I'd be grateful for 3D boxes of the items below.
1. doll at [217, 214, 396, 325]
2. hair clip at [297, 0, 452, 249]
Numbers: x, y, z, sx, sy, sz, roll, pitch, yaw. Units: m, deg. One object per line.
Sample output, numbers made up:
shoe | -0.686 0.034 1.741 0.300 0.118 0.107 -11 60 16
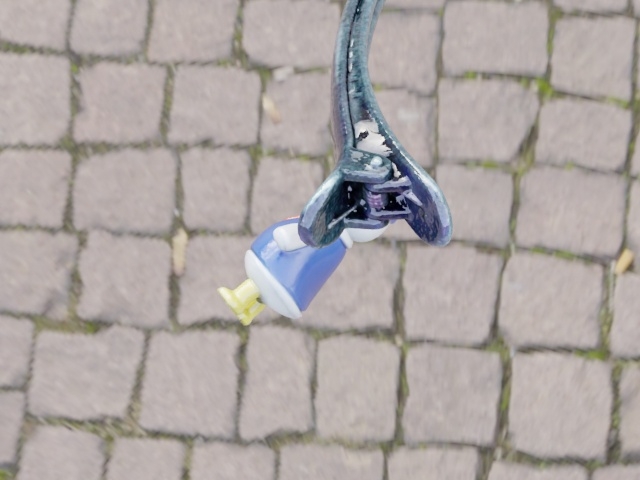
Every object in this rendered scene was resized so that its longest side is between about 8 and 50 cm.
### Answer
doll | 0.000 0.000 0.972 0.143 0.099 0.057 -40 69 -2
hair clip | 0.030 -0.101 0.923 0.083 0.048 0.275 -3 46 4
